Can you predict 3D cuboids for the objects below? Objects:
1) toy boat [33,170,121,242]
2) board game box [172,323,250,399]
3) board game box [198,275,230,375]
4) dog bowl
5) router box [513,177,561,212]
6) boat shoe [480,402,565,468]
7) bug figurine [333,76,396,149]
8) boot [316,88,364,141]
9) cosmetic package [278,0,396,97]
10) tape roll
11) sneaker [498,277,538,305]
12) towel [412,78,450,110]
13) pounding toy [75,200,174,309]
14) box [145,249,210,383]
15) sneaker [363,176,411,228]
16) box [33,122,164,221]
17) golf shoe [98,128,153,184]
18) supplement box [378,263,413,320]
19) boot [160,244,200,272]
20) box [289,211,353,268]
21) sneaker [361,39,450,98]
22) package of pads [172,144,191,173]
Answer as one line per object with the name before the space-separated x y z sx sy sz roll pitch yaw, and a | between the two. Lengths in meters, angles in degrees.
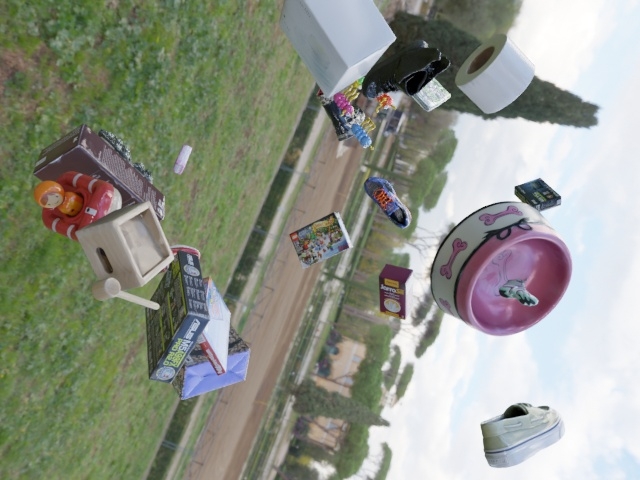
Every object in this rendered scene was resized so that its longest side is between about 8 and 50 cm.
toy boat | -0.558 -0.084 1.120 0.151 0.231 0.150 32 77 -59
board game box | -0.414 0.362 1.718 0.232 0.291 0.141 -8 124 -37
board game box | -0.291 0.223 1.378 0.281 0.027 0.145 -107 176 -65
dog bowl | 0.533 0.100 1.457 0.150 0.408 0.407 -124 -132 -58
router box | 0.685 -0.142 1.600 0.122 0.092 0.038 -112 -177 -51
boat shoe | 0.455 0.410 1.124 0.302 0.109 0.094 -2 76 -47
bug figurine | 0.125 -0.414 1.538 0.072 0.216 0.279 -29 164 -25
boot | 0.072 -0.467 1.745 0.178 0.085 0.236 58 31 -26
cosmetic package | 0.028 -0.484 1.164 0.138 0.224 0.225 -35 -175 -11
tape roll | 0.660 -0.631 1.921 0.246 0.169 0.246 -45 -160 22
sneaker | 0.497 0.119 1.242 0.069 0.098 0.038 -41 131 -26
towel | 0.282 -0.404 1.357 0.152 0.113 0.023 -38 175 -47
pounding toy | -0.362 0.051 0.914 0.206 0.094 0.181 -61 135 -65
box | -0.366 0.184 1.272 0.216 0.060 0.270 -56 -147 18
sneaker | 0.230 -0.126 1.687 0.083 0.221 0.087 -43 -165 16
box | -0.723 -0.182 1.692 0.381 0.191 0.143 51 19 -45
golf shoe | -0.765 -0.294 1.930 0.120 0.272 0.105 -33 -149 3
supplement box | 0.274 0.186 1.827 0.081 0.104 0.188 -51 145 -42
boot | -0.552 0.079 1.882 0.176 0.244 0.088 29 -66 55
box | 0.000 0.000 2.082 0.233 0.159 0.044 -26 173 26
sneaker | 0.137 -0.275 0.855 0.170 0.051 0.089 -31 -134 37
package of pads | -0.430 -0.252 1.573 0.050 0.032 0.083 -39 -147 49
